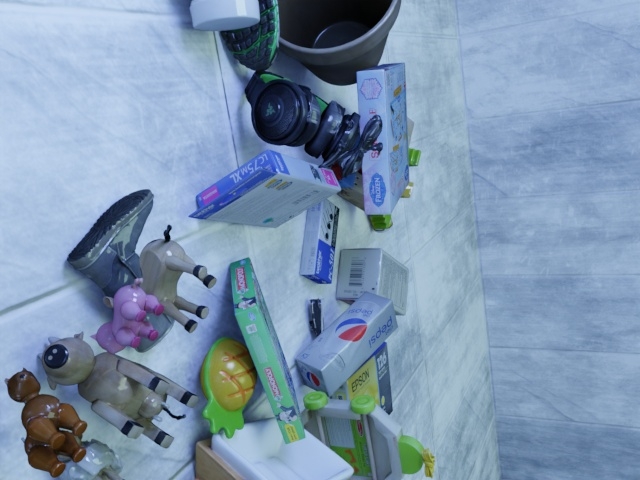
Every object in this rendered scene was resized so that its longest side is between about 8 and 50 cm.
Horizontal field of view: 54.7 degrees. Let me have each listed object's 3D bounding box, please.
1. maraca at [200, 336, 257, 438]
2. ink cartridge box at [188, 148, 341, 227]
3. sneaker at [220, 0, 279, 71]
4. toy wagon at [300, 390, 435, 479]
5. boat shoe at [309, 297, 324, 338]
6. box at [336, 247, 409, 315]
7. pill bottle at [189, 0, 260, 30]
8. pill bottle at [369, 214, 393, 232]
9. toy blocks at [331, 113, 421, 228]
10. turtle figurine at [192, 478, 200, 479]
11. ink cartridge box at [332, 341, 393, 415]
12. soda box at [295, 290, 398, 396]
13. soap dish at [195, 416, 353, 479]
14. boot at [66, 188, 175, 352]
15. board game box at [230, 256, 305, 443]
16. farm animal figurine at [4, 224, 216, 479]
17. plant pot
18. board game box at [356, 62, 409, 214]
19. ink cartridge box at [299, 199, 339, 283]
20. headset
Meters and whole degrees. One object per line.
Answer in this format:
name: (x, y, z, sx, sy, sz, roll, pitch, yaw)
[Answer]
maraca: (-0.174, 0.272, 1.161, 0.127, 0.099, 0.185, 34, 48, -42)
ink cartridge box: (-0.108, -0.097, 1.229, 0.311, 0.186, 0.065, 1, 62, -63)
sneaker: (-0.125, -0.522, 1.281, 0.146, 0.134, 0.343, -5, 92, -63)
toy wagon: (0.099, 0.479, 1.414, 0.068, 0.344, 0.267, -35, 119, -60)
boat shoe: (-0.009, 0.205, 1.559, 0.046, 0.038, 0.125, -88, 179, -72)
box: (0.155, 0.122, 1.782, 0.232, 0.127, 0.148, 33, 59, -58)
pill bottle: (-0.191, -0.545, 1.119, 0.169, 0.169, 0.301, -25, 110, -61)
pill bottle: (0.181, -0.087, 1.914, 0.065, 0.065, 0.116, -58, 138, -47)
toy blocks: (0.125, -0.256, 1.730, 0.261, 0.191, 0.381, 28, 72, -45)
turtle figurine: (-0.246, 0.550, 1.026, 0.217, 0.087, 0.269, 21, 70, -61)
ink cartridge box: (0.120, 0.404, 1.765, 0.304, 0.072, 0.307, -23, 110, -61)
soda box: (0.071, 0.253, 1.551, 0.286, 0.091, 0.098, -38, 128, -33)
soap dish: (-0.086, 0.460, 1.206, 0.291, 0.229, 0.118, 15, 104, -62)
boot: (-0.287, 0.049, 0.997, 0.189, 0.076, 0.208, -54, 129, -29)
board game box: (-0.107, 0.217, 1.243, 0.213, 0.046, 0.317, -112, -175, -65)
farm animal figurine: (-0.291, 0.174, 0.878, 0.330, 0.172, 0.326, -50, 151, -31)
plant pot: (0.038, -0.512, 1.460, 0.280, 0.323, 0.323, 56, 39, -71)
board game box: (0.157, -0.256, 1.487, 0.318, 0.066, 0.317, -48, 136, -66)
ink cartridge box: (0.000, 0.000, 1.581, 0.097, 0.046, 0.207, 32, 60, -57)
headset: (-0.005, -0.257, 1.265, 0.243, 0.185, 0.394, 17, 28, -35)
